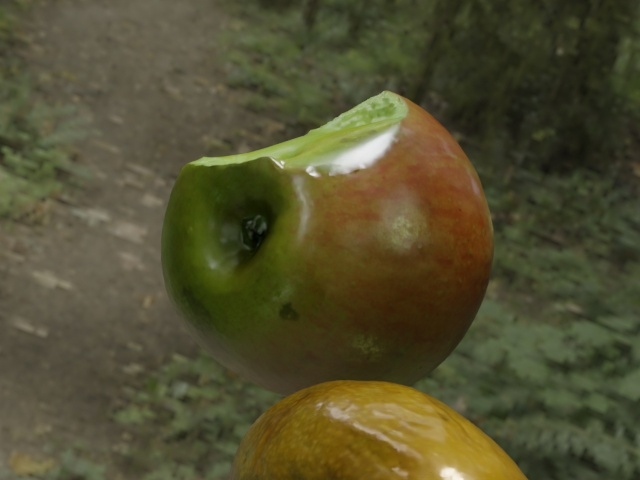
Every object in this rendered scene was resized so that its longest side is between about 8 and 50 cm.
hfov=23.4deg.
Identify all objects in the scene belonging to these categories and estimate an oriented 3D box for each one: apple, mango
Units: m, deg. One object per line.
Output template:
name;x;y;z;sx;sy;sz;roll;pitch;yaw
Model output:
apple;0.000;0.000;1.162;0.226;0.246;0.246;10;14;-44
mango;0.011;0.156;0.758;0.120;0.177;0.295;10;-4;-27
